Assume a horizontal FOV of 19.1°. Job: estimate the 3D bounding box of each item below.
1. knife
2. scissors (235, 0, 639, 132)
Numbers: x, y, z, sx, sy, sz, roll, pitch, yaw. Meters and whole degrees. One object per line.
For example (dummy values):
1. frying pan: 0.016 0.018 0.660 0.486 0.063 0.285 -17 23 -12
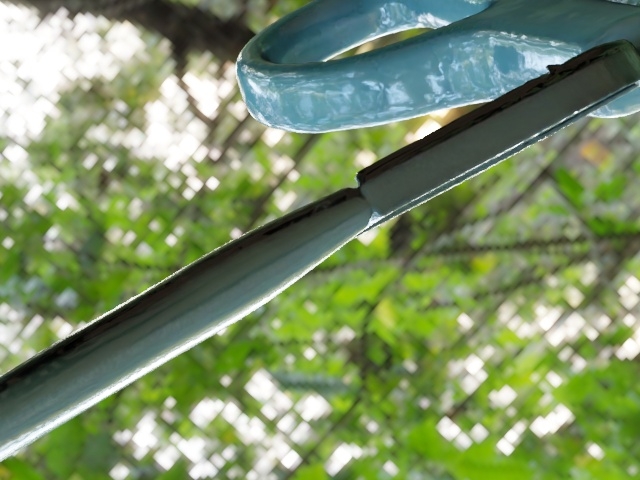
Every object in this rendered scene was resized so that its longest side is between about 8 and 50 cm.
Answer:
1. knife: 0.000 -0.001 0.364 0.210 0.028 0.015 -30 -105 -33
2. scissors: 0.119 -0.050 0.526 0.447 0.192 0.029 32 144 65
